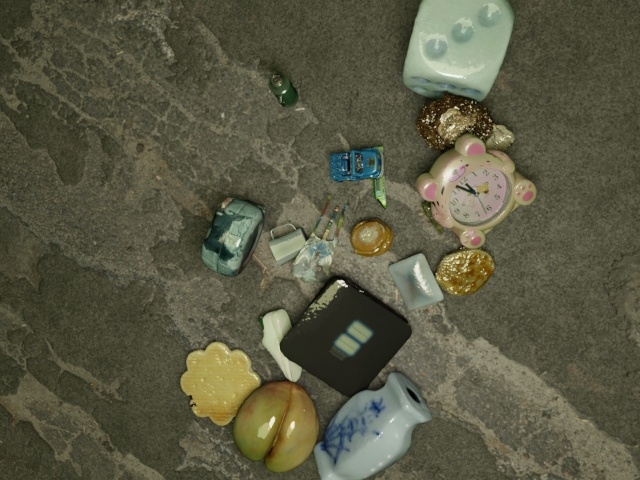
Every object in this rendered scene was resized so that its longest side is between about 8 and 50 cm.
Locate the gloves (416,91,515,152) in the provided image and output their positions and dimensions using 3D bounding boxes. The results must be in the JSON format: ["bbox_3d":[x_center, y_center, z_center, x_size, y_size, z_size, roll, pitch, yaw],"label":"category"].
[{"bbox_3d":[0.442,-0.342,1.388,0.312,0.135,0.210,35,135,-19],"label":"gloves"}]

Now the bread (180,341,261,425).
[{"bbox_3d":[-0.368,0.520,1.617,0.317,0.054,0.315,1,95,10],"label":"bread"}]

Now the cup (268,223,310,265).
[{"bbox_3d":[-0.111,0.006,1.527,0.130,0.095,0.128,-25,88,6],"label":"cup"}]

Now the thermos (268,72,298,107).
[{"bbox_3d":[-0.127,-0.493,1.446,0.073,0.188,0.083,36,96,5],"label":"thermos"}]

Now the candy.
[{"bbox_3d":[0.317,0.141,1.474,0.138,0.071,0.174,-26,91,32],"label":"candy"}]

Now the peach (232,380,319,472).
[{"bbox_3d":[-0.145,0.624,1.499,0.293,0.247,0.291,0,70,-1],"label":"peach"}]

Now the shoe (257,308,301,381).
[{"bbox_3d":[-0.146,0.372,1.565,0.110,0.095,0.264,-9,96,27],"label":"shoe"}]

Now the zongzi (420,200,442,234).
[{"bbox_3d":[0.423,-0.114,1.471,0.154,0.062,0.130,-41,109,-7],"label":"zongzi"}]

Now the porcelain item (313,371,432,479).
[{"bbox_3d":[0.165,0.636,1.452,0.179,0.242,0.405,34,106,-30],"label":"porcelain item"}]

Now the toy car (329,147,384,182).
[{"bbox_3d":[0.109,-0.248,1.453,0.191,0.100,0.097,-2,90,29],"label":"toy car"}]

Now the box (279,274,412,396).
[{"bbox_3d":[0.085,0.326,1.483,0.359,0.091,0.350,36,99,-12],"label":"box"}]

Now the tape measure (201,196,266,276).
[{"bbox_3d":[-0.291,-0.013,1.468,0.147,0.275,0.256,22,101,2],"label":"tape measure"}]

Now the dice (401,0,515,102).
[{"bbox_3d":[0.403,-0.578,1.324,0.268,0.265,0.262,17,96,6],"label":"dice"}]

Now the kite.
[{"bbox_3d":[0.001,0.000,1.493,0.015,0.170,0.309,22,96,50],"label":"kite"}]

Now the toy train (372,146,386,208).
[{"bbox_3d":[0.197,-0.209,1.489,0.043,0.044,0.208,-2,93,8],"label":"toy train"}]

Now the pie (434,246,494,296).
[{"bbox_3d":[0.473,0.102,1.453,0.194,0.079,0.163,-13,97,6],"label":"pie"}]

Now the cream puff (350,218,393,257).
[{"bbox_3d":[0.175,-0.005,1.473,0.144,0.103,0.126,-20,67,25],"label":"cream puff"}]

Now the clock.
[{"bbox_3d":[0.467,-0.152,1.350,0.310,0.114,0.284,36,111,-25],"label":"clock"}]
